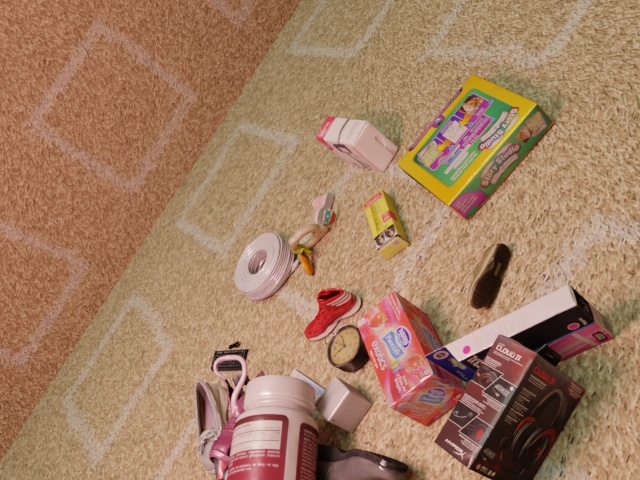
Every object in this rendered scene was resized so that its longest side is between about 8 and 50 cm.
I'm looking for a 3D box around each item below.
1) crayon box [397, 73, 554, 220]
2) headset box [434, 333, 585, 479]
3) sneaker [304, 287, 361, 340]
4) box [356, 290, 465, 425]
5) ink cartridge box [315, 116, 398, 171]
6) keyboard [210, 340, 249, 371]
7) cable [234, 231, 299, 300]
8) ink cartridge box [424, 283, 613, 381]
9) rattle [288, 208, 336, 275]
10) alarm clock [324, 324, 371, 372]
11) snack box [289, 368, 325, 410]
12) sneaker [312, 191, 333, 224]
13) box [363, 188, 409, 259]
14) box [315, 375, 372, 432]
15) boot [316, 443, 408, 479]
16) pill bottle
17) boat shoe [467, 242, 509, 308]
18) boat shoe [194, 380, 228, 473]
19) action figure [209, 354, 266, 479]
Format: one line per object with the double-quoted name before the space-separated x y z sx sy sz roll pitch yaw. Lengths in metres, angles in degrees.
"crayon box" 0.440 -0.279 1.974 0.363 0.106 0.313 -50 36 8
"headset box" 0.403 0.349 1.398 0.293 0.218 0.110 -57 36 -4
"sneaker" 0.005 0.213 2.060 0.221 0.128 0.087 -41 37 19
"box" 0.226 0.295 1.712 0.142 0.154 0.299 -42 35 17
"ink cartridge box" 0.124 -0.337 2.335 0.237 0.172 0.100 22 80 54
"keyboard" -0.321 0.407 2.379 0.180 0.023 0.108 -12 53 44
"cable" -0.205 0.093 2.442 0.257 0.089 0.257 -56 35 -1
"ink cartridge box" 0.432 0.234 1.494 0.371 0.176 0.069 -32 42 30
"rattle" 0.000 0.000 2.299 0.200 0.130 0.142 -30 46 -10
"alarm clock" 0.073 0.308 1.957 0.192 0.064 0.129 20 78 52
"snack box" -0.045 0.446 2.019 0.178 0.022 0.064 20 77 55
"sneaker" -0.002 -0.108 2.404 0.070 0.051 0.134 -12 50 47
"box" 0.202 -0.053 2.107 0.087 0.058 0.232 -39 38 24
"box" 0.061 0.444 1.825 0.101 0.102 0.087 -55 33 -1
"boot" 0.077 0.632 1.659 0.338 0.118 0.222 -21 48 56
"pill bottle" -0.120 0.558 1.706 0.224 0.224 0.391 -26 44 35
"boat shoe" 0.420 0.094 1.734 0.190 0.068 0.072 -56 21 -19
"boat shoe" -0.361 0.602 2.192 0.118 0.103 0.320 -36 39 25
"action figure" -0.219 0.536 1.903 0.248 0.275 0.370 -15 30 34
